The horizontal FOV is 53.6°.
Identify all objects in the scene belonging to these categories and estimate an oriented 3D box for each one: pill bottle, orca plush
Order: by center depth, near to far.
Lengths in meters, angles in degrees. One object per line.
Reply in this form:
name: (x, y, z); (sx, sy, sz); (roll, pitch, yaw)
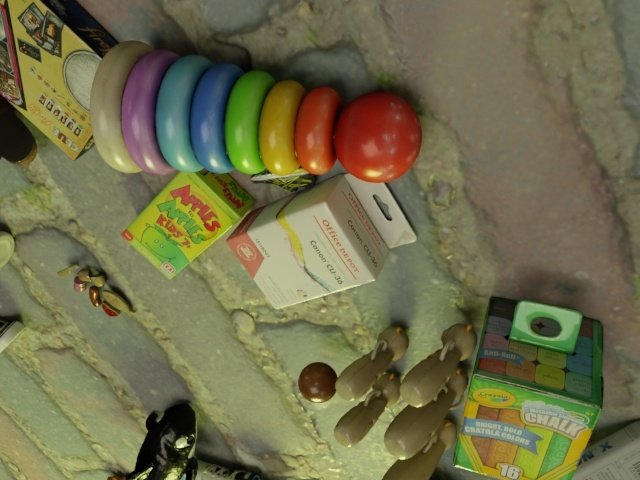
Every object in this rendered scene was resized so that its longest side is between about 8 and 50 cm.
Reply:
pill bottle: (-0.557, -0.002, 1.009); (0.116, 0.065, 0.065); (20, 131, 10)
orca plush: (-0.321, 0.404, 1.145); (0.287, 0.102, 0.151); (-42, 69, 35)

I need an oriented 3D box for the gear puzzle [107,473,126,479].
gear puzzle: (-0.318, 0.602, 1.369); (0.338, 0.044, 0.176); (30, 132, 1)

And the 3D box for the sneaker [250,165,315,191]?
sneaker: (-0.044, -0.071, 0.740); (0.083, 0.031, 0.035); (-4, 123, 27)

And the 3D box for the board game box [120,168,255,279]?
board game box: (-0.177, -0.029, 0.826); (0.092, 0.043, 0.181); (45, 130, -11)

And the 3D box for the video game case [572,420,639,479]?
video game case: (0.366, 0.427, 0.842); (0.299, 0.036, 0.329); (-34, 109, 11)

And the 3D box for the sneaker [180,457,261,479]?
sneaker: (-0.164, 0.451, 1.172); (0.237, 0.085, 0.086); (21, 97, 18)

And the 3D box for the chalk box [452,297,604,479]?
chalk box: (0.238, 0.161, 0.718); (0.132, 0.132, 0.213); (12, 129, 16)

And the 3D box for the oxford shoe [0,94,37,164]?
oxford shoe: (-0.453, -0.182, 0.828); (0.212, 0.076, 0.076); (54, 169, -6)

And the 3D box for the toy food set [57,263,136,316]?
toy food set: (-0.355, 0.080, 1.011); (0.077, 0.019, 0.122); (-19, 123, 35)

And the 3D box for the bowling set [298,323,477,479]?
bowling set: (0.087, 0.182, 0.823); (0.199, 0.154, 0.287); (32, 137, 27)

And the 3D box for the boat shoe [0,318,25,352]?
boat shoe: (-0.624, 0.181, 1.171); (0.219, 0.078, 0.070); (-23, 114, 38)

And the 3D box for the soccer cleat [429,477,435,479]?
soccer cleat: (0.165, 0.473, 1.037); (0.121, 0.093, 0.289); (34, 145, 40)

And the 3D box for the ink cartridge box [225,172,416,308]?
ink cartridge box: (0.000, 0.000, 0.749); (0.198, 0.067, 0.115); (-20, 114, 35)

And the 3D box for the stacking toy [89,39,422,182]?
stacking toy: (-0.060, -0.120, 0.660); (0.330, 0.141, 0.141); (9, 128, 10)

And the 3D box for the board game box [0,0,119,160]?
board game box: (-0.344, -0.232, 0.751); (0.243, 0.042, 0.165); (44, 130, -11)
